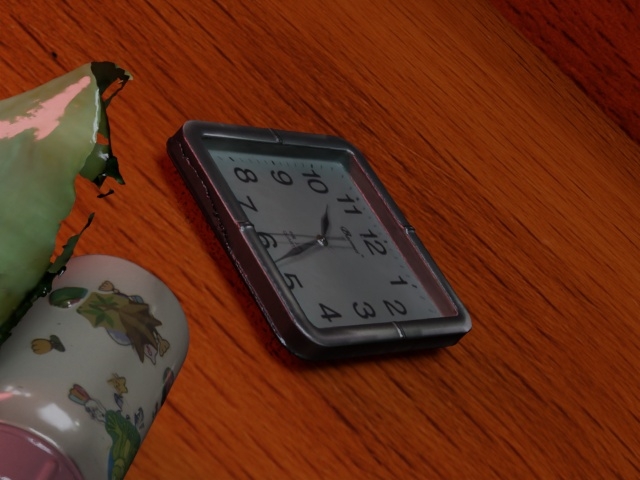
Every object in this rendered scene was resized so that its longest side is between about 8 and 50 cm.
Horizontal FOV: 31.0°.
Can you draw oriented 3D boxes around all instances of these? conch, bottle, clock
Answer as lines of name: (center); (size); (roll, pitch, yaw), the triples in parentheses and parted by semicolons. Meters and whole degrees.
conch: (-0.221, 0.001, 0.694); (0.143, 0.251, 0.137); (-88, 162, -55)
bottle: (-0.170, 0.118, 0.716); (0.120, 0.120, 0.253); (37, 31, -10)
clock: (0.000, 0.000, 1.144); (0.279, 0.049, 0.273); (1, 50, -50)
